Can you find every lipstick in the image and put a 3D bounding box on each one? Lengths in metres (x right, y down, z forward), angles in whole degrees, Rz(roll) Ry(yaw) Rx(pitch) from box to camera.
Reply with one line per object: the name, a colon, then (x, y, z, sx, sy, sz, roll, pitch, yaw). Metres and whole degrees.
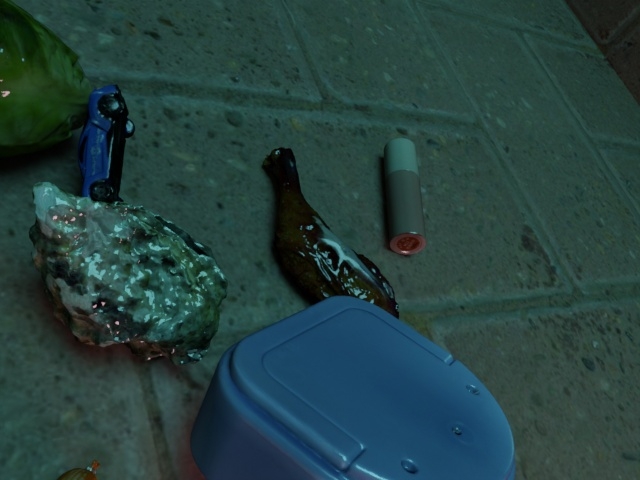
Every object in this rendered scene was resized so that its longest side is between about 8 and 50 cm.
lipstick: (0.165, -0.093, 1.289, 0.070, 0.070, 0.254, 19, 48, -22)

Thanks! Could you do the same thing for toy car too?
toy car: (-0.311, -0.114, 0.922, 0.063, 0.103, 0.216, 6, 80, -7)

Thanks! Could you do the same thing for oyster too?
oyster: (-0.245, 0.051, 0.801, 0.268, 0.198, 0.112, 22, 12, -21)

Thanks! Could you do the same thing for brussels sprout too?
brussels sprout: (-0.436, -0.220, 0.872, 0.219, 0.210, 0.271, 46, 21, 28)

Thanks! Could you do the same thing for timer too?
timer: (0.064, 0.250, 0.800, 0.395, 0.173, 0.395, 22, 21, -9)

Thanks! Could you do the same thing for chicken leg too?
chicken leg: (0.000, 0.000, 1.088, 0.158, 0.096, 0.407, -14, 64, -46)

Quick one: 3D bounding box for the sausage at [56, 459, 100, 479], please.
sausage: (-0.313, 0.360, 0.612, 0.053, 0.053, 0.347, 35, 44, -7)
